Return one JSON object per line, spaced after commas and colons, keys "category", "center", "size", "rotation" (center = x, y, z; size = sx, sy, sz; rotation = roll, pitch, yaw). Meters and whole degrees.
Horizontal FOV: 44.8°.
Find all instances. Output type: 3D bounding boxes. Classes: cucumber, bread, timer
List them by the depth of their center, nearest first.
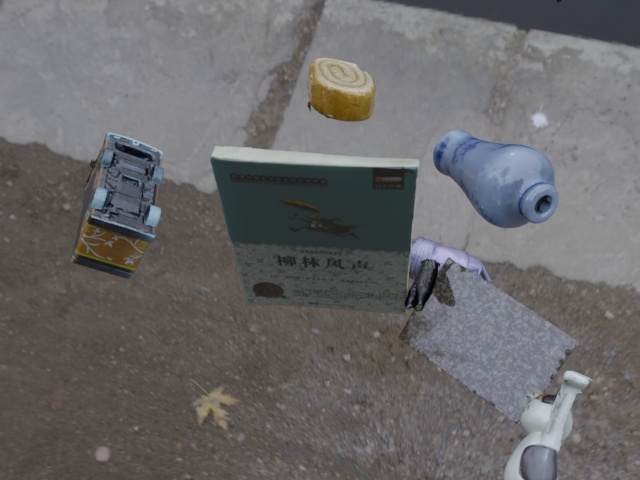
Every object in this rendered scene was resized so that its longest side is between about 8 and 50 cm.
{"category": "timer", "center": [0.234, 0.284, 0.858], "size": [0.175, 0.175, 0.266], "rotation": [15, 67, 13]}
{"category": "cucumber", "center": [0.157, 0.070, 1.182], "size": [0.033, 0.034, 0.135], "rotation": [-5, 31, 25]}
{"category": "bread", "center": [0.038, -0.261, 1.367], "size": [0.122, 0.073, 0.149], "rotation": [4, 34, -10]}

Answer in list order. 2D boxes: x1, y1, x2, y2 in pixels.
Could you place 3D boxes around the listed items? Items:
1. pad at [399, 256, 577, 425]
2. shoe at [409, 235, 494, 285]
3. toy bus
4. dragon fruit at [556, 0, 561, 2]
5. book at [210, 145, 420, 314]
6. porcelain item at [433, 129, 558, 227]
{"category": "pad", "center": [0.253, 0.154, 1.199], "size": [0.235, 0.003, 0.158], "rotation": [34, 100, 20]}
{"category": "shoe", "center": [0.249, 0.072, 1.367], "size": [0.138, 0.245, 0.095], "rotation": [22, 82, 36]}
{"category": "toy bus", "center": [-0.403, -0.073, 1.554], "size": [0.139, 0.167, 0.275], "rotation": [18, 39, -23]}
{"category": "dragon fruit", "center": [0.181, -0.331, 0.882], "size": [0.125, 0.125, 0.246], "rotation": [-53, 50, 6]}
{"category": "book", "center": [0.000, 0.000, 1.101], "size": [0.264, 0.379, 0.031], "rotation": [3, 57, 6]}
{"category": "porcelain item", "center": [0.295, -0.109, 1.319], "size": [0.141, 0.141, 0.259], "rotation": [-36, 37, -8]}
